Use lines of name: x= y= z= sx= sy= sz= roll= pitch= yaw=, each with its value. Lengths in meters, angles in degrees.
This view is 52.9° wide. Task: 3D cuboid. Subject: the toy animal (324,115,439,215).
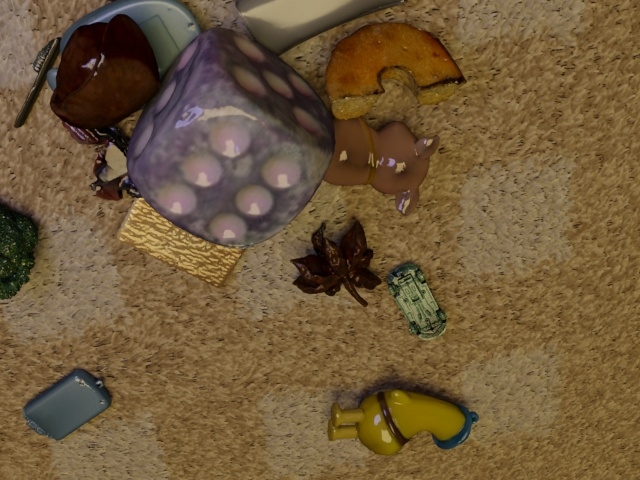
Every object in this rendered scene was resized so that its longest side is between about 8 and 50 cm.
toy animal: x=0.090 y=-0.169 z=1.249 sx=0.248 sy=0.149 sz=0.165 roll=13 pitch=127 yaw=0

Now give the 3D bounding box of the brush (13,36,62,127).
brush: x=-0.525 y=-0.293 z=1.180 sx=0.028 sy=0.034 sz=0.190 roll=31 pitch=107 yaw=-8

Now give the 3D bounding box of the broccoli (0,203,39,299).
broccoli: x=-0.640 y=0.017 z=1.244 sx=0.195 sy=0.195 sz=0.156 roll=12 pitch=147 yaw=-11

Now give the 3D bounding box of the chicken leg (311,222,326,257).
chicken leg: x=-0.002 y=0.001 z=1.375 sx=0.036 sy=0.021 sz=0.083 roll=-6 pitch=117 yaw=4

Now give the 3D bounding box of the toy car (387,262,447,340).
toy car: x=0.215 y=0.138 z=1.440 sx=0.093 sy=0.058 sz=0.186 roll=-28 pitch=102 yaw=7

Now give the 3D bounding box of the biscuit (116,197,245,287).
biscuit: x=-0.278 y=-0.014 z=1.332 sx=0.250 sy=0.030 sz=0.160 roll=27 pitch=107 yaw=-16

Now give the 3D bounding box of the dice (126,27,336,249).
dice: x=-0.154 y=-0.173 z=1.113 sx=0.270 sy=0.271 sz=0.270 roll=30 pitch=121 yaw=-29

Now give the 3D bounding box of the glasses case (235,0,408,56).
glasses case: x=0.008 y=-0.437 z=1.150 sx=0.308 sy=0.083 sz=0.128 roll=-22 pitch=120 yaw=3

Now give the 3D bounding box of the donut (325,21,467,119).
donut: x=0.124 y=-0.319 z=1.183 sx=0.259 sy=0.101 sz=0.152 roll=-10 pitch=73 yaw=-7

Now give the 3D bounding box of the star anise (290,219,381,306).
star anise: x=0.038 y=0.057 z=1.350 sx=0.213 sy=0.111 sz=0.196 roll=-1 pitch=121 yaw=-10

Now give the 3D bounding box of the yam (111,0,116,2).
yam: x=-0.485 y=-0.477 z=1.097 sx=0.327 sy=0.045 sz=0.045 roll=19 pitch=144 yaw=-15

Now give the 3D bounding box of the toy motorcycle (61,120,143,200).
toy motorcycle: x=-0.410 y=-0.157 z=1.218 sx=0.118 sy=0.084 sz=0.212 roll=-25 pitch=116 yaw=14

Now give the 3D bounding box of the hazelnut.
hazelnut: x=-0.364 y=-0.272 z=1.064 sx=0.202 sy=0.170 sz=0.160 roll=-23 pitch=111 yaw=12

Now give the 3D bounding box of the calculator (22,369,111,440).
calculator: x=-0.576 y=0.377 z=1.468 sx=0.210 sy=0.039 sz=0.121 roll=-35 pitch=115 yaw=9

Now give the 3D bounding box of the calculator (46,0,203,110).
calculator: x=-0.354 y=-0.328 z=1.164 sx=0.303 sy=0.042 sz=0.188 roll=-25 pitch=124 yaw=9

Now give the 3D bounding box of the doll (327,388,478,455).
doll: x=0.203 y=0.426 z=1.522 sx=0.363 sy=0.145 sz=0.199 roll=1 pitch=128 yaw=-10
